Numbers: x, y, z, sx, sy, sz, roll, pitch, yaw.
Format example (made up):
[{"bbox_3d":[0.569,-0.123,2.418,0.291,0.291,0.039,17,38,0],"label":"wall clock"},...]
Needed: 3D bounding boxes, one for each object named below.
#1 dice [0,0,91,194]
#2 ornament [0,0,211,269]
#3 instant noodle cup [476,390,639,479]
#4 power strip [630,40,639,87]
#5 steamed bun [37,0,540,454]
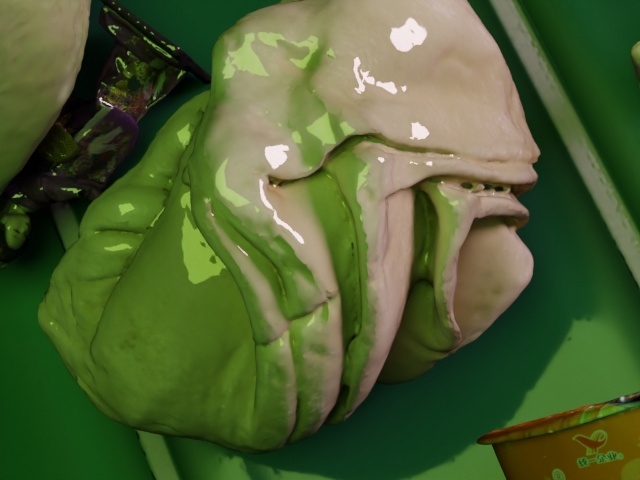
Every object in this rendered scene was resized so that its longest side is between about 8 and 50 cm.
[{"bbox_3d":[-0.318,-0.150,1.054,0.254,0.252,0.249,-49,46,17],"label":"dice"},{"bbox_3d":[-0.158,-0.058,1.106,0.081,0.088,0.203,30,86,18],"label":"ornament"},{"bbox_3d":[0.215,0.159,0.872,0.230,0.230,0.182,-16,82,14],"label":"instant noodle cup"},{"bbox_3d":[0.245,-0.129,1.008,0.123,0.056,0.032,-32,71,9],"label":"power strip"},{"bbox_3d":[-0.001,0.002,0.959,0.203,0.276,0.289,43,68,11],"label":"steamed bun"}]
